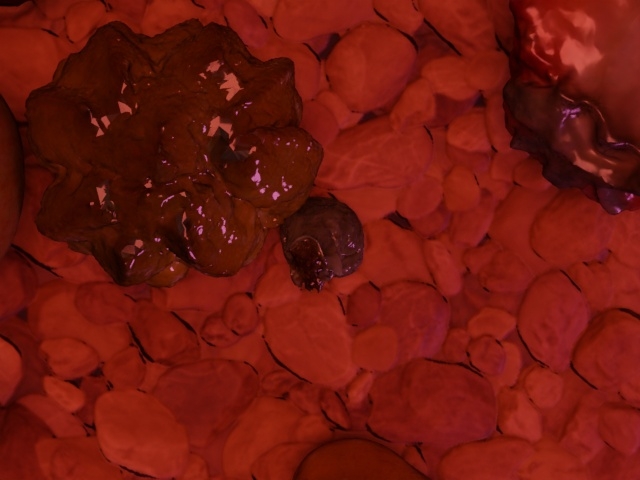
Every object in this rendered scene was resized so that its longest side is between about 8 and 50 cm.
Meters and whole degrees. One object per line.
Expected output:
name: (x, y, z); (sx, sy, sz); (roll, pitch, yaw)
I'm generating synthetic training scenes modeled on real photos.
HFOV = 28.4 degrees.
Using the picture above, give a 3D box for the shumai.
shumai: (0.000, 0.000, 1.108); (0.082, 0.080, 0.083); (-35, 91, -2)

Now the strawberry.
strawberry: (0.301, -0.180, 1.090); (0.265, 0.149, 0.336); (34, 80, 3)

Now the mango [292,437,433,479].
mango: (0.055, 0.249, 1.120); (0.178, 0.090, 0.115); (34, 83, -11)

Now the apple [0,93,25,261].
apple: (-0.370, -0.048, 1.010); (0.264, 0.264, 0.265); (0, 93, -2)

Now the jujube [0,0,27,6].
jujube: (-0.305, -0.303, 1.040); (0.250, 0.174, 0.174); (31, 91, 1)

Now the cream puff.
cream puff: (-0.127, -0.071, 1.062); (0.244, 0.196, 0.244); (2, 95, 28)
